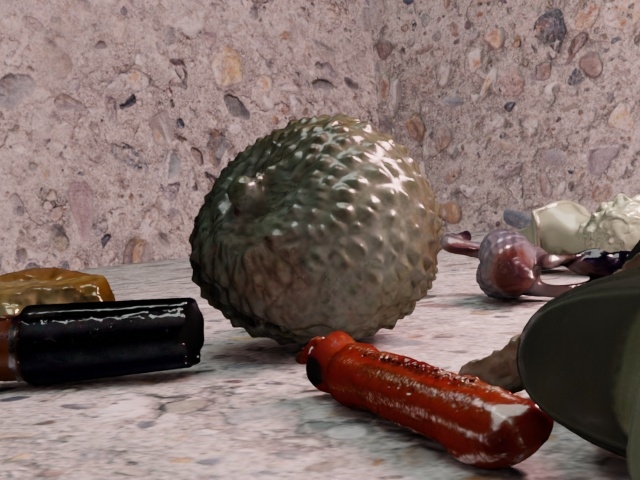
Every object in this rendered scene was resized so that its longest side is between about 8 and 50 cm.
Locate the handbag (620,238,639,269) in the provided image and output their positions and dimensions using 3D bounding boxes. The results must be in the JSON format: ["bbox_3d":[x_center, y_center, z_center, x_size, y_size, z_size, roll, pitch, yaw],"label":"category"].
[{"bbox_3d":[0.400,-0.005,0.901,0.275,0.177,0.302,-2,3,39],"label":"handbag"}]

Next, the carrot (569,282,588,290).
[{"bbox_3d":[0.286,0.062,1.077,0.048,0.048,0.139,-3,1,24],"label":"carrot"}]

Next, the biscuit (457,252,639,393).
[{"bbox_3d":[0.203,0.041,0.685,0.250,0.032,0.133,-40,-23,29],"label":"biscuit"}]

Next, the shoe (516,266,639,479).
[{"bbox_3d":[0.189,0.063,0.409,0.293,0.109,0.149,5,3,37],"label":"shoe"}]

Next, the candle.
[{"bbox_3d":[0.051,0.099,0.688,0.051,0.048,0.329,-48,14,-12],"label":"candle"}]

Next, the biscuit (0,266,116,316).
[{"bbox_3d":[-0.364,0.088,1.178,0.274,0.091,0.213,-6,5,-3],"label":"biscuit"}]

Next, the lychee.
[{"bbox_3d":[0.000,0.000,1.072,0.255,0.255,0.274,-3,-29,32],"label":"lychee"}]

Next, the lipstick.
[{"bbox_3d":[-0.317,0.102,0.971,0.419,0.077,0.077,-5,2,6],"label":"lipstick"}]

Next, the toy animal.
[{"bbox_3d":[0.249,0.031,1.367,0.195,0.090,0.324,2,7,-42],"label":"toy animal"}]

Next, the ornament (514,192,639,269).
[{"bbox_3d":[0.408,-0.008,1.623,0.130,0.120,0.285,-9,3,-38],"label":"ornament"}]
